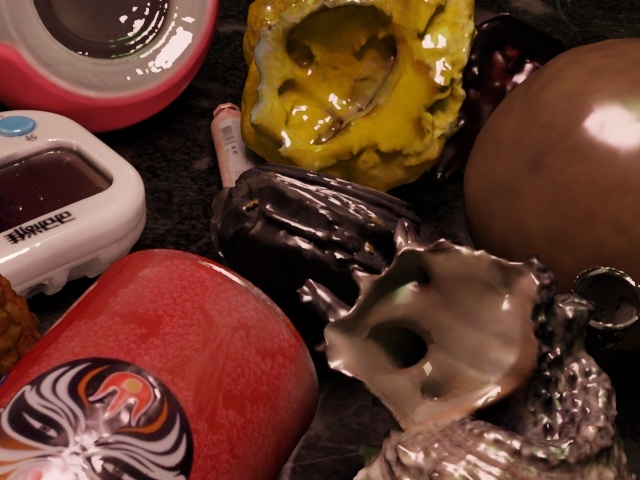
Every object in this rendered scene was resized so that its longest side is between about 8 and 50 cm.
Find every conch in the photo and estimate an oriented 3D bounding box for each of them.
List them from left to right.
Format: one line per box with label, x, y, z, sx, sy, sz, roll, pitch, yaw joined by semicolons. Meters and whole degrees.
conch;0.107;0.137;0.847;0.240;0.186;0.313;-28;87;-44

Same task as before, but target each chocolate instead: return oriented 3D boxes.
chocolate;0.150;-0.143;1.294;0.224;0.206;0.177;20;84;32

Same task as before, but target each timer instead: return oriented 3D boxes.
timer;-0.312;-0.025;1.104;0.262;0.087;0.237;-27;48;-33

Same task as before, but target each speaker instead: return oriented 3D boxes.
speaker;-0.257;-0.271;1.261;0.294;0.294;0.294;3;39;-3

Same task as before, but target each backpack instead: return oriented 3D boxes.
backpack;0.000;0.000;1.018;0.206;0.258;0.133;13;83;5

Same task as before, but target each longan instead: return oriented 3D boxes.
longan;0.280;-0.035;1.034;0.297;0.297;0.297;3;39;-3

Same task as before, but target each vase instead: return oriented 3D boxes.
vase;0.217;0.094;0.948;0.059;0.167;0.059;1;51;-1

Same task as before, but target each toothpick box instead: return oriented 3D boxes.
toothpick box;-0.159;0.179;0.777;0.204;0.204;0.333;19;40;17

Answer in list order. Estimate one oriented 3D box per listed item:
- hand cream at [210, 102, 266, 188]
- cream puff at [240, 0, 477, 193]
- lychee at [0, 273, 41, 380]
hand cream;-0.078;-0.070;1.229;0.067;0.043;0.210;-4;45;-15
cream puff;0.023;-0.176;1.161;0.282;0.282;0.185;38;10;34
lychee;-0.348;0.075;0.869;0.271;0.236;0.236;8;38;-10
